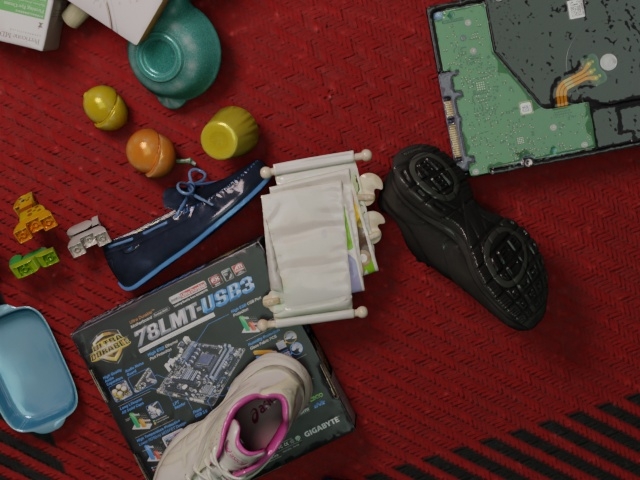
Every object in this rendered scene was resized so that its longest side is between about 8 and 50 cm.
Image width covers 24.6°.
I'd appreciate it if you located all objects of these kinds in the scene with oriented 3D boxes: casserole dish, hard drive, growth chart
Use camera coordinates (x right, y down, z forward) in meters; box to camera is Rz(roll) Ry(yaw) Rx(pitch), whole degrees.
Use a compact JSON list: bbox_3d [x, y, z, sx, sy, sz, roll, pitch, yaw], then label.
[{"bbox_3d":[-0.405,0.175,2.027,0.114,0.037,0.188,-23,97,5],"label":"casserole dish"},{"bbox_3d":[0.324,-0.225,1.931,0.338,0.064,0.237,-12,97,3],"label":"hard drive"},{"bbox_3d":[0.000,0.000,1.930,0.171,0.021,0.237,-2,97,-8],"label":"growth chart"}]

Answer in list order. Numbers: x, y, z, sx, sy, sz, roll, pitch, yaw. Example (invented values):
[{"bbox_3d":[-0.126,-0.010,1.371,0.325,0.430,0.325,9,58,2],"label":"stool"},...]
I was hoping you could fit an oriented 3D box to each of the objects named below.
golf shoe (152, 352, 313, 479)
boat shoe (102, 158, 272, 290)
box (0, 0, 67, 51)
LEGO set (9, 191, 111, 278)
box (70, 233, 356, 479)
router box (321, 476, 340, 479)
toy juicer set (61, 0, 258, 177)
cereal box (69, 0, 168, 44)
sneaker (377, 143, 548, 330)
[{"bbox_3d":[-0.131,0.280,1.910,0.115,0.140,0.306,36,100,-5],"label":"golf shoe"},{"bbox_3d":[-0.184,-0.034,1.957,0.258,0.109,0.089,-36,91,4],"label":"boat shoe"},{"bbox_3d":[-0.394,-0.302,1.930,0.101,0.102,0.087,13,100,-1],"label":"box"},{"bbox_3d":[-0.405,-0.007,1.985,0.227,0.093,0.087,-24,122,3],"label":"LEGO set"},{"bbox_3d":[-0.143,0.186,2.000,0.295,0.073,0.293,-27,95,6],"label":"box"},{"bbox_3d":[0.128,0.514,2.019,0.335,0.082,0.301,15,97,-2],"label":"router box"},{"bbox_3d":[-0.229,-0.239,1.950,0.209,0.089,0.329,-19,100,23],"label":"toy juicer set"},{"bbox_3d":[-0.283,-0.382,1.843,0.240,0.047,0.173,33,110,1],"label":"cereal box"},{"bbox_3d":[0.187,0.006,1.935,0.109,0.130,0.286,-33,80,-32],"label":"sneaker"}]
